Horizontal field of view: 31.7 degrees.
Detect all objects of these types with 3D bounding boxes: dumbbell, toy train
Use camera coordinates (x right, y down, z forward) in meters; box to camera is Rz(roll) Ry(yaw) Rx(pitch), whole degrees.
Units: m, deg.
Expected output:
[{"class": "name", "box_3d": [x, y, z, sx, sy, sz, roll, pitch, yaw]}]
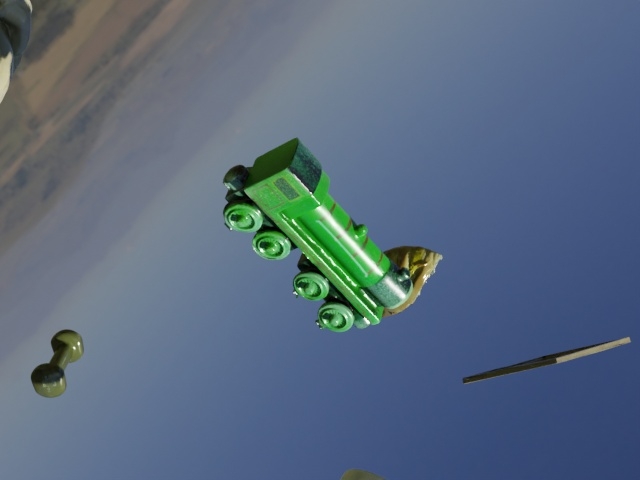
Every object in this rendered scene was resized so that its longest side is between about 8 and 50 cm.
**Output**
[{"class": "dumbbell", "box_3d": [-0.364, 0.170, 1.566, 0.046, 0.052, 0.118, -7, -157, 7]}, {"class": "toy train", "box_3d": [0.000, 0.000, 1.232, 0.119, 0.251, 0.085, -25, -148, 34]}]

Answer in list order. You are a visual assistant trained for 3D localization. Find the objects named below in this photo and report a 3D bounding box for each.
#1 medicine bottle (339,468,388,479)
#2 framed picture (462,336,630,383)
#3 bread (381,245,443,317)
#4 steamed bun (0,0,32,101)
[{"class": "medicine bottle", "box_3d": [0.016, 0.379, 1.235, 0.237, 0.139, 0.139, -52, -169, -28]}, {"class": "framed picture", "box_3d": [0.289, 0.152, 1.428, 0.136, 0.010, 0.201, -18, 172, 39]}, {"class": "bread", "box_3d": [0.128, 0.058, 1.840, 0.157, 0.094, 0.083, -28, -169, 35]}, {"class": "steamed bun", "box_3d": [-0.520, -0.287, 1.526, 0.276, 0.289, 0.203, -40, 179, 1]}]
